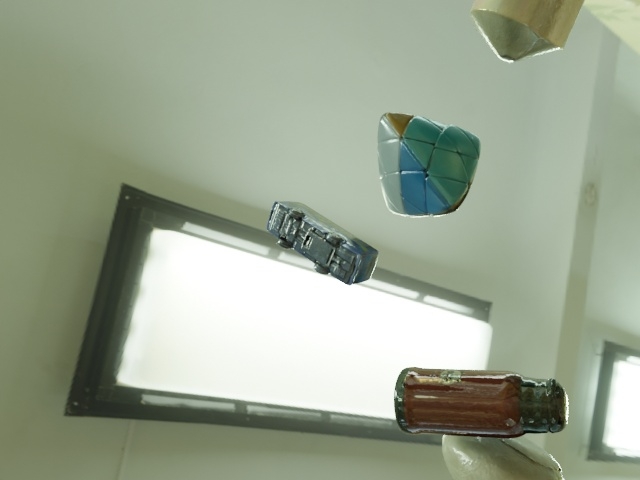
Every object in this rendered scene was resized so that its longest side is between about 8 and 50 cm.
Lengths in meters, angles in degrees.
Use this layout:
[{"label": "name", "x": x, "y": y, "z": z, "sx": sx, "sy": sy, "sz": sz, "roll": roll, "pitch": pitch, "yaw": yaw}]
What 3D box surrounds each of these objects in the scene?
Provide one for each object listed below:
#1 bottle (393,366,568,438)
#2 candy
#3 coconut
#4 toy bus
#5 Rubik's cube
[{"label": "bottle", "x": 0.327, "y": 0.333, "z": 1.357, "sx": 0.144, "sy": 0.336, "sz": 0.144, "roll": 15, "pitch": -108, "yaw": -60}, {"label": "candy", "x": 0.401, "y": 0.517, "z": 1.466, "sx": 0.295, "sy": 0.295, "sz": 0.185, "roll": 24, "pitch": -83, "yaw": -37}, {"label": "coconut", "x": 0.434, "y": -0.495, "z": 1.418, "sx": 0.241, "sy": 0.241, "sz": 0.241, "roll": -1, "pitch": -88, "yaw": -39}, {"label": "toy bus", "x": 0.000, "y": 0.003, "z": 1.268, "sx": 0.094, "sy": 0.236, "sz": 0.079, "roll": 3, "pitch": -65, "yaw": -49}, {"label": "Rubik's cube", "x": 0.232, "y": -0.195, "z": 1.408, "sx": 0.254, "sy": 0.254, "sz": 0.254, "roll": -1, "pitch": -88, "yaw": -39}]
